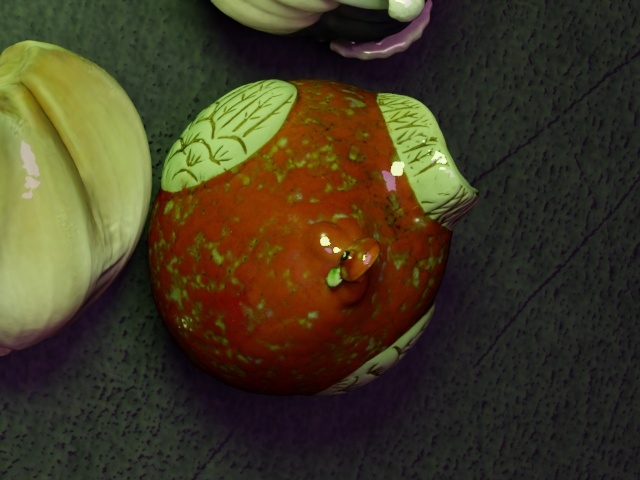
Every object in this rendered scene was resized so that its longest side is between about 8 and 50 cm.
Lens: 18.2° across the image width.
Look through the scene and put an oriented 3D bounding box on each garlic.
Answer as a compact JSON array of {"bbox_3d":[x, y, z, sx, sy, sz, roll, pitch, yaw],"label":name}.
[{"bbox_3d":[-0.195,-0.023,1.420,0.217,0.110,0.228,-46,139,-45],"label":"garlic"}]

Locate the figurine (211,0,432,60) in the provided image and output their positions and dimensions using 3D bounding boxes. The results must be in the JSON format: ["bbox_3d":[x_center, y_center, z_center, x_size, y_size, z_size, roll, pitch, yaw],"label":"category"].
[{"bbox_3d":[-0.007,-0.326,1.489,0.253,0.211,0.361,3,86,-21],"label":"figurine"}]

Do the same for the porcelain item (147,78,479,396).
[{"bbox_3d":[0.000,0.000,1.463,0.253,0.253,0.253,1,87,-21],"label":"porcelain item"}]
